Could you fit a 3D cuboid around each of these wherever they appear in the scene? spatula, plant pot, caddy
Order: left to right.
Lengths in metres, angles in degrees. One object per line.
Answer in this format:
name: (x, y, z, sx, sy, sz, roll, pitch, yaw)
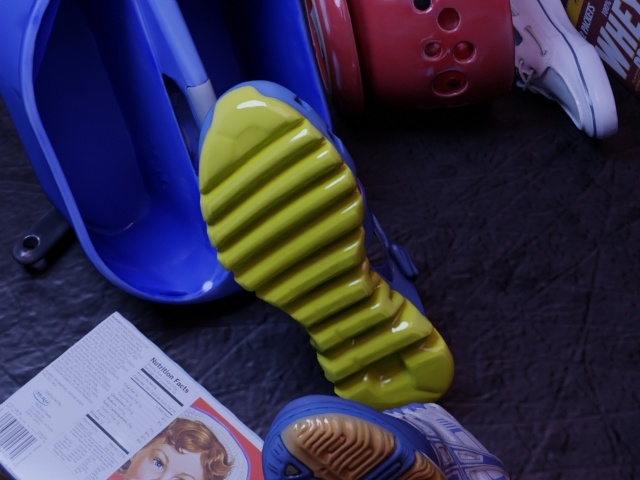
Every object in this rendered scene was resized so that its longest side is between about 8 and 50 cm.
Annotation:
spatula: (-0.189, -0.080, 1.145, 0.084, 0.030, 0.296, 27, 59, 15)
caddy: (-0.122, -0.110, 0.995, 0.241, 0.341, 0.179, -30, 35, -20)
plant pot: (0.079, -0.211, 1.156, 0.174, 0.191, 0.191, -14, 58, -2)

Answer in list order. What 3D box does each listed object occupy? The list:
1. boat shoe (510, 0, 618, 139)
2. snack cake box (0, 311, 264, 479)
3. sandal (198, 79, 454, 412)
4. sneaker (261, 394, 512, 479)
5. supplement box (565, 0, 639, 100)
boat shoe: (0.224, -0.176, 1.209, 0.076, 0.083, 0.226, -17, 46, 0)
snack cake box: (-0.121, 0.197, 0.928, 0.264, 0.089, 0.152, 39, 61, 21)
sandal: (0.000, 0.000, 0.975, 0.126, 0.317, 0.138, -21, 34, 11)
sneaker: (0.052, 0.168, 0.869, 0.112, 0.296, 0.131, -34, 44, 16)
supplement box: (0.385, -0.239, 1.217, 0.194, 0.129, 0.191, -30, 63, -20)
